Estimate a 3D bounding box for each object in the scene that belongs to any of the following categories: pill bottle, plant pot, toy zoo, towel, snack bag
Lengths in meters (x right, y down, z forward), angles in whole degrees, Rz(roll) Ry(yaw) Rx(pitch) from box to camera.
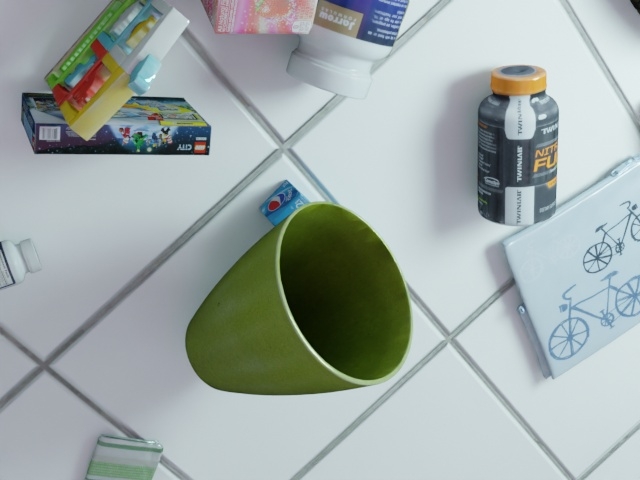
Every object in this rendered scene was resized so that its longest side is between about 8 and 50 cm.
[{"bbox_3d":[0.319,-0.157,1.698,0.130,0.130,0.246,-12,116,-17],"label":"pill bottle"},{"bbox_3d":[-0.061,0.124,1.569,0.275,0.275,0.293,35,136,-30],"label":"plant pot"},{"bbox_3d":[-0.262,-0.234,1.334,0.192,0.293,0.030,-48,120,3],"label":"toy zoo"},{"bbox_3d":[-0.465,0.039,1.500,0.120,0.067,0.067,-20,118,-13],"label":"pill bottle"},{"bbox_3d":[-0.334,0.392,1.735,0.113,0.023,0.152,14,108,-24],"label":"towel"},{"bbox_3d":[0.494,0.053,1.914,0.323,0.037,0.342,-32,120,-7],"label":"snack bag"},{"bbox_3d":[0.048,-0.346,1.492,0.153,0.153,0.265,10,107,-25],"label":"pill bottle"}]

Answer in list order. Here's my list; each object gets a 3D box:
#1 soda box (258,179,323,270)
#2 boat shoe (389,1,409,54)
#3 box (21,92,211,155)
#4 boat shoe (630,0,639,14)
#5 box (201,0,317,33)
[{"bbox_3d":[0.000,0.000,1.669,0.067,0.071,0.210,-46,121,1],"label":"soda box"},{"bbox_3d":[0.105,-0.349,1.580,0.056,0.048,0.153,17,106,20],"label":"boat shoe"},{"bbox_3d":[-0.282,-0.160,1.435,0.233,0.159,0.044,-1,111,-21],"label":"box"},{"bbox_3d":[0.545,-0.452,1.667,0.120,0.122,0.324,-42,121,-1],"label":"boat shoe"},{"bbox_3d":[-0.071,-0.432,1.356,0.142,0.154,0.300,-5,135,-21],"label":"box"}]
